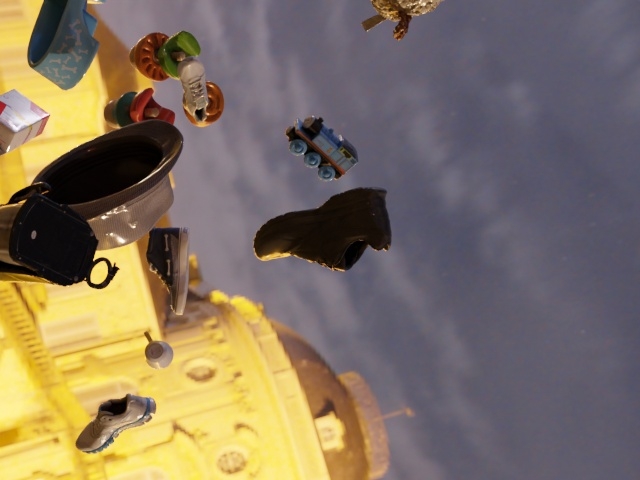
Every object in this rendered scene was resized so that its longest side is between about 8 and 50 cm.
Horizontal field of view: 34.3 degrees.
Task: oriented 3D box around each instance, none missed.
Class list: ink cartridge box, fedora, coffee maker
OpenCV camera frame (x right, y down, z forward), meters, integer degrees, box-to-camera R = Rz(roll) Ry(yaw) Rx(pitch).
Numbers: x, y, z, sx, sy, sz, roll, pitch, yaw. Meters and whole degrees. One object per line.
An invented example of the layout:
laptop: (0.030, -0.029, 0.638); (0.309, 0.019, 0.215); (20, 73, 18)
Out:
ink cartridge box: (-0.750, -0.281, 2.471); (0.115, 0.198, 0.067); (35, -60, 1)
fedora: (-0.338, -0.075, 1.706); (0.244, 0.275, 0.124); (35, -31, 48)
coffee maker: (-0.400, 0.013, 1.400); (0.178, 0.120, 0.171); (2, -46, 40)

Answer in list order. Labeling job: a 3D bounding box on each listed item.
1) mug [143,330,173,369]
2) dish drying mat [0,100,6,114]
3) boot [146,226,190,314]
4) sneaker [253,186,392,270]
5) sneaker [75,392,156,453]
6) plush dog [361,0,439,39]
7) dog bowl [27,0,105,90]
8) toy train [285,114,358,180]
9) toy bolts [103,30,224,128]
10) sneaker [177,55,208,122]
mug: (-0.354, 0.236, 2.202); (0.078, 0.062, 0.064); (27, -13, 6)
dish drying mat: (-0.642, -0.264, 2.029); (0.008, 0.032, 0.083); (30, -2, 9)
boot: (-0.320, 0.061, 2.166); (0.069, 0.086, 0.190); (-96, -170, -77)
sneaker: (0.000, 0.000, 1.823); (0.286, 0.109, 0.130); (-20, -98, 35)
sneaker: (-0.418, 0.349, 2.029); (0.083, 0.191, 0.071); (38, 24, -45)
plush dog: (0.124, -0.493, 1.776); (0.262, 0.210, 0.225); (3, -37, 35)
dog bowl: (-0.428, -0.413, 1.812); (0.166, 0.074, 0.297); (21, -89, 55)
toy train: (0.003, -0.224, 2.473); (0.105, 0.184, 0.080); (-40, -155, 19)
toy bolts: (-0.342, -0.298, 2.170); (0.158, 0.228, 0.218); (5, -39, 42)
sneaker: (-0.238, -0.290, 1.993); (0.152, 0.054, 0.061); (88, -23, -54)
